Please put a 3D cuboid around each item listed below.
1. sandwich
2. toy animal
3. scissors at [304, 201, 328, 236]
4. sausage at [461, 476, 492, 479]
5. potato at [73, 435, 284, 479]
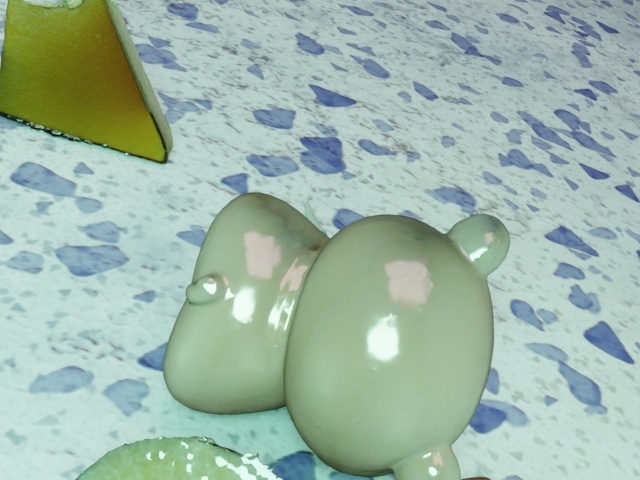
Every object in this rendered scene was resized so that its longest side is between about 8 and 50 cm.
[{"bbox_3d":[-0.234,-0.182,0.883,0.193,0.162,0.058,17,30,-10],"label":"sandwich"},{"bbox_3d":[0.004,0.060,0.634,0.221,0.210,0.229,19,-7,-17],"label":"toy animal"},{"bbox_3d":[0.000,0.000,0.896,0.058,0.014,0.119,4,40,-27],"label":"scissors"},{"bbox_3d":[0.056,0.202,0.615,0.186,0.043,0.043,1,38,-29],"label":"sausage"},{"bbox_3d":[-0.062,0.209,0.470,0.202,0.182,0.117,36,-8,9],"label":"potato"}]
